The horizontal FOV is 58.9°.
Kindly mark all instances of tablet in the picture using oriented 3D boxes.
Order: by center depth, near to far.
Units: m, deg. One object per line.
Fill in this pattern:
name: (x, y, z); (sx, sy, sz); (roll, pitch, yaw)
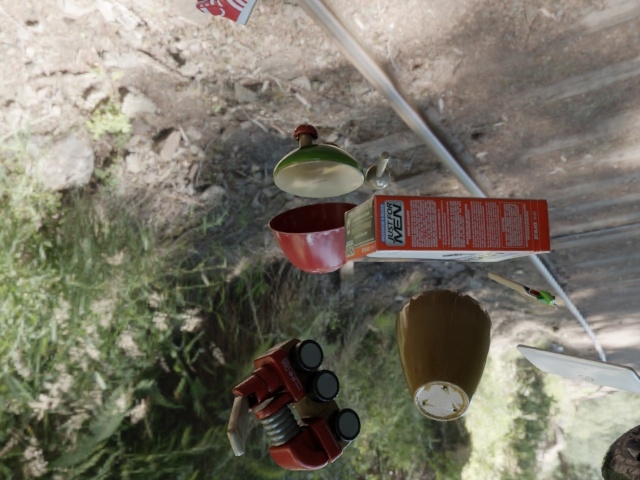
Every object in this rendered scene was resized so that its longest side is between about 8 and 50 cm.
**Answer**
tablet: (0.192, 0.095, 0.414); (0.083, 0.006, 0.054); (5, 154, 49)

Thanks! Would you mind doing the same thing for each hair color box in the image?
hair color box: (0.115, -0.008, 0.533); (0.167, 0.053, 0.093); (2, 173, -13)

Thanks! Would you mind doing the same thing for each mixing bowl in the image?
mixing bowl: (0.000, 0.000, 1.064); (0.181, 0.098, 0.181); (-7, -160, 3)

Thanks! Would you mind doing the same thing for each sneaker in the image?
sneaker: (-0.102, -0.282, 0.623); (0.067, 0.042, 0.118); (8, 166, -18)

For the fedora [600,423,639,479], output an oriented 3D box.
fedora: (0.488, 0.269, 0.596); (0.334, 0.152, 0.334); (-15, 173, -2)

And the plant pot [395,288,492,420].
plant pot: (0.282, 0.283, 1.314); (0.237, 0.254, 0.237); (6, 122, 10)

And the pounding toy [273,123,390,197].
pounding toy: (0.022, -0.172, 1.155); (0.237, 0.110, 0.183); (-3, 163, 6)

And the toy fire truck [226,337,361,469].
toy fire truck: (-0.069, 0.310, 0.971); (0.246, 0.217, 0.158); (-28, 179, -39)

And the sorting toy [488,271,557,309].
sorting toy: (0.228, 0.056, 0.610); (0.062, 0.012, 0.083); (26, -178, -29)
